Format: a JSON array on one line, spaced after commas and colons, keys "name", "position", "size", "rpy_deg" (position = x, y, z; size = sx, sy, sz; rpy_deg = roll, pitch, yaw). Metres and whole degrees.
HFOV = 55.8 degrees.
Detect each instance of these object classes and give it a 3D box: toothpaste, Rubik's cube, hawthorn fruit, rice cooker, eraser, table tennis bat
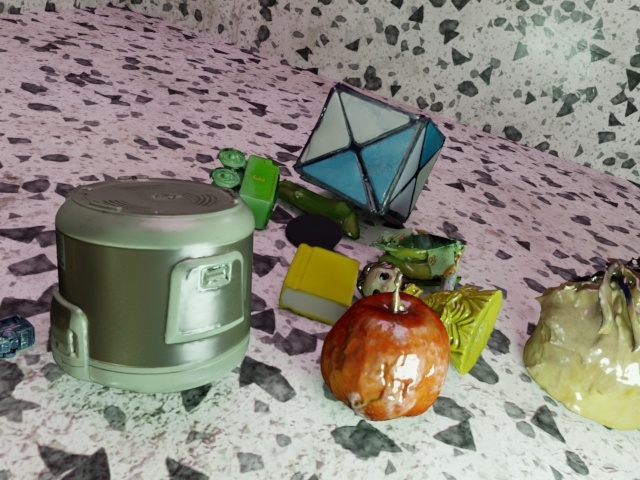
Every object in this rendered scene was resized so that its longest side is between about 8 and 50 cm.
[{"name": "toothpaste", "position": [0.333, 0.099, 1.567], "size": [0.052, 0.033, 0.218], "rpy_deg": [34, 41, -6]}, {"name": "Rubik's cube", "position": [0.153, -0.245, 1.758], "size": [0.305, 0.307, 0.310], "rpy_deg": [30, 7, 23]}, {"name": "hawthorn fruit", "position": [0.126, 0.180, 1.091], "size": [0.242, 0.272, 0.242], "rpy_deg": [11, 23, -5]}, {"name": "rice cooker", "position": [-0.269, 0.077, 1.003], "size": [0.335, 0.325, 0.335], "rpy_deg": [5, 17, -2]}, {"name": "eraser", "position": [0.000, 0.097, 1.390], "size": [0.158, 0.069, 0.226], "rpy_deg": [17, 27, 3]}, {"name": "table tennis bat", "position": [0.000, 0.000, 1.593], "size": [0.150, 0.027, 0.236], "rpy_deg": [-15, 44, -23]}]

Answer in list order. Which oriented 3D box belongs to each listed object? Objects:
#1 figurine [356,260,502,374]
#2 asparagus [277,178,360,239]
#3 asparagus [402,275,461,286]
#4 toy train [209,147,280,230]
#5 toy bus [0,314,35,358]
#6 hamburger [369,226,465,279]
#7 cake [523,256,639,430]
[{"name": "figurine", "position": [0.217, 0.140, 1.350], "size": [0.315, 0.187, 0.168], "rpy_deg": [24, 30, 31]}, {"name": "asparagus", "position": [-0.028, -0.106, 1.740], "size": [0.343, 0.085, 0.082], "rpy_deg": [31, 55, 20]}, {"name": "asparagus", "position": [0.270, 0.105, 1.569], "size": [0.236, 0.027, 0.034], "rpy_deg": [2, 26, -25]}, {"name": "toy train", "position": [-0.208, -0.144, 1.641], "size": [0.188, 0.132, 0.243], "rpy_deg": [15, 38, -9]}, {"name": "toy bus", "position": [-0.553, 0.169, 0.976], "size": [0.065, 0.047, 0.166], "rpy_deg": [30, 30, 31]}, {"name": "hamburger", "position": [0.226, 0.031, 1.549], "size": [0.235, 0.125, 0.214], "rpy_deg": [-8, 8, -40]}, {"name": "cake", "position": [0.639, 0.190, 1.308], "size": [0.332, 0.321, 0.332], "rpy_deg": [11, 29, -6]}]
